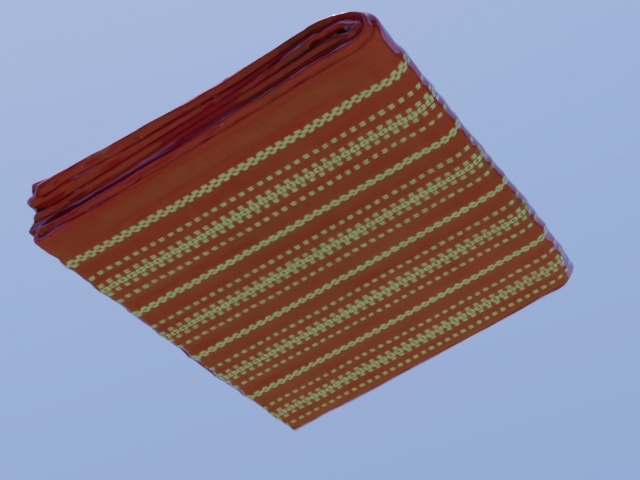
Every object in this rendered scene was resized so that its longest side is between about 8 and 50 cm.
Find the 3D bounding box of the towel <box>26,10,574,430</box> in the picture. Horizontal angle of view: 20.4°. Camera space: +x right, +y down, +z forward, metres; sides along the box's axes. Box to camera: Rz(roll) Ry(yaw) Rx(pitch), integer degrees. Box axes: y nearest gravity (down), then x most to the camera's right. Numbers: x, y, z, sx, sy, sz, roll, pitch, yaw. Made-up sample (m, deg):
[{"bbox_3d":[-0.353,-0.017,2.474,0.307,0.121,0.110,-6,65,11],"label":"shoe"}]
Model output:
[{"bbox_3d":[0.000,0.000,0.920,0.198,0.031,0.275,-29,-37,13],"label":"towel"}]
